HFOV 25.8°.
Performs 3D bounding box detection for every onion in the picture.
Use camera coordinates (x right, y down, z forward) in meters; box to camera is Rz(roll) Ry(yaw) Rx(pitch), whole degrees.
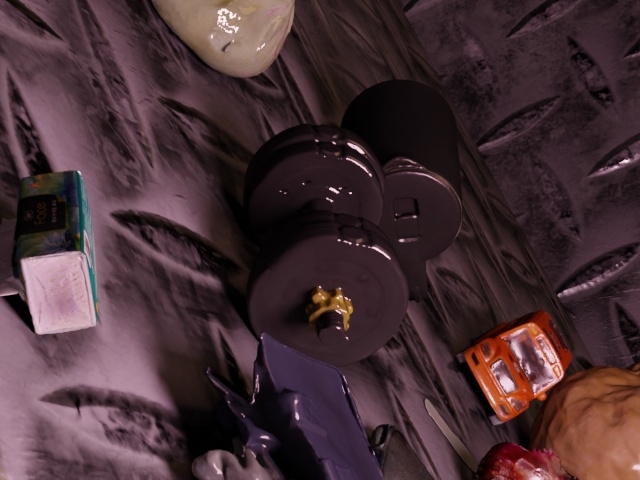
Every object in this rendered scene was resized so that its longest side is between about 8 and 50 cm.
[{"bbox_3d":[0.274,0.367,1.973,0.173,0.135,0.198,39,-19,-18],"label":"onion"}]

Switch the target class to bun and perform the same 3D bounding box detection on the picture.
[{"bbox_3d":[-0.133,-0.377,2.001,0.283,0.179,0.283,50,16,-20],"label":"bun"}]

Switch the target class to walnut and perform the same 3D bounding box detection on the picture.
[{"bbox_3d":[0.526,0.372,2.365,0.383,0.383,0.383,52,16,-22],"label":"walnut"}]

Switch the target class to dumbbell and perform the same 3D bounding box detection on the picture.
[{"bbox_3d":[0.000,0.000,1.664,0.185,0.185,0.388,50,17,-28],"label":"dumbbell"}]

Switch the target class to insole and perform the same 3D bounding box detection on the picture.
[{"bbox_3d":[0.195,0.291,2.062,0.152,0.002,0.053,53,16,-17],"label":"insole"}]

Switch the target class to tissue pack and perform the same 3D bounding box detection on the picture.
[{"bbox_3d":[-0.225,0.010,1.143,0.111,0.079,0.085,-104,-171,-49],"label":"tissue pack"}]

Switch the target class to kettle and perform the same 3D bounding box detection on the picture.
[{"bbox_3d":[0.125,-0.086,2.327,0.203,0.262,0.308,17,30,-11],"label":"kettle"}]

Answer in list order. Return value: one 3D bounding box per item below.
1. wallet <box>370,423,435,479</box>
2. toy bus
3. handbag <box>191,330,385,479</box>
[{"bbox_3d":[0.098,0.328,1.595,0.172,0.045,0.318,59,14,-10],"label":"wallet"},{"bbox_3d":[0.344,0.209,2.420,0.143,0.153,0.329,61,15,5],"label":"toy bus"},{"bbox_3d":[0.000,0.259,1.284,0.325,0.118,0.269,64,9,24],"label":"handbag"}]
